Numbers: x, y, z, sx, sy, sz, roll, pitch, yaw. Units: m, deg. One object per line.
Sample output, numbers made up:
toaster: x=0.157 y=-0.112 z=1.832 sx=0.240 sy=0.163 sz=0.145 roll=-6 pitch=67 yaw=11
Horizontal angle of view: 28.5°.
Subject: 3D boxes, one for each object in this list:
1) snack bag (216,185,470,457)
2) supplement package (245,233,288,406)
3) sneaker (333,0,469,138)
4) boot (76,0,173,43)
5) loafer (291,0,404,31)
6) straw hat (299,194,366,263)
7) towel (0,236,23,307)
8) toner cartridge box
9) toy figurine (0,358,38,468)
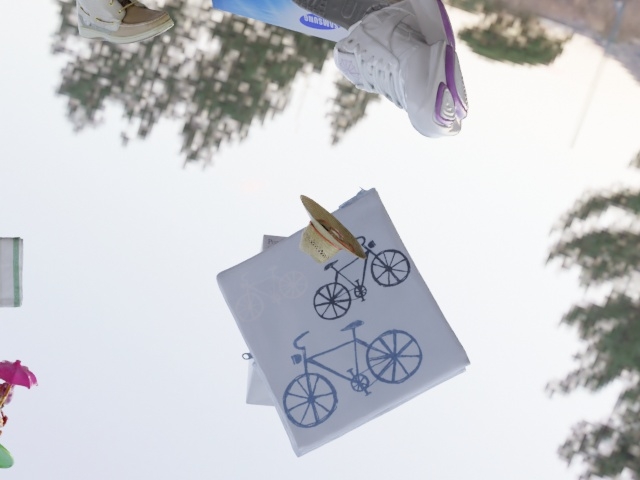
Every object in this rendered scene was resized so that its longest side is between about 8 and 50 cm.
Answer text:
snack bag: x=0.024 y=0.130 z=2.040 sx=0.342 sy=0.323 sz=0.037 roll=62 pitch=-173 yaw=12
supplement package: x=-0.045 y=0.159 z=2.457 sx=0.178 sy=0.175 sz=0.292 roll=5 pitch=-123 yaw=-6
sneaker: x=0.095 y=-0.198 z=1.519 sx=0.152 sy=0.114 sz=0.305 roll=-13 pitch=-151 yaw=7
boot: x=-0.339 y=-0.411 z=2.058 sx=0.213 sy=0.165 sz=0.077 roll=12 pitch=-146 yaw=41
loafer: x=0.078 y=-0.339 z=1.817 sx=0.269 sy=0.102 sz=0.092 roll=31 pitch=-136 yaw=-4
straw hat: x=0.000 y=0.000 z=1.912 sx=0.144 sy=0.061 sz=0.144 roll=41 pitch=-169 yaw=-10
towel: x=-0.520 y=0.045 z=1.878 sx=0.152 sy=0.113 sz=0.023 roll=1 pitch=-163 yaw=-11
toner cartridge box: x=-0.059 y=-0.463 z=2.215 sx=0.348 sy=0.165 sz=0.075 roll=21 pitch=-135 yaw=37
toy figurine: x=-0.514 y=0.269 z=2.011 sx=0.130 sy=0.173 sz=0.159 roll=28 pitch=-123 yaw=-6
